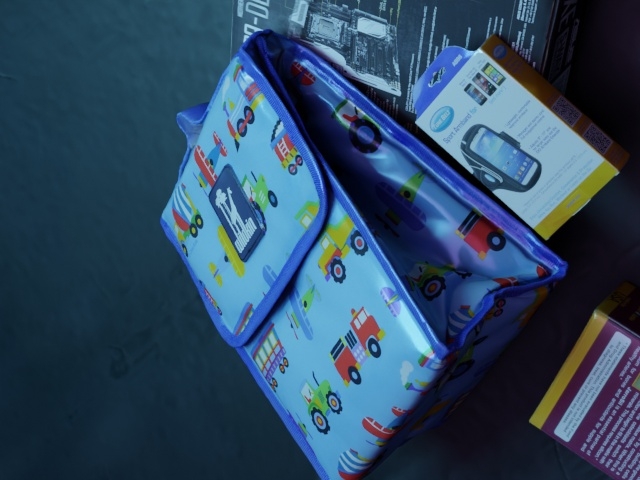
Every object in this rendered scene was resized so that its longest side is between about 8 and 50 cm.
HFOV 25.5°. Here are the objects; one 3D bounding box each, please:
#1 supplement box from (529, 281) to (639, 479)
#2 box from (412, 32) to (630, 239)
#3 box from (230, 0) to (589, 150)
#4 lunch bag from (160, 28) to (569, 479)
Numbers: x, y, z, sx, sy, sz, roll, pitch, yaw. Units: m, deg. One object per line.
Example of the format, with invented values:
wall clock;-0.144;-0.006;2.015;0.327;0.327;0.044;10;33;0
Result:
supplement box;0.257;0.127;0.984;0.188;0.081;0.104;34;117;16
box;0.125;-0.072;0.928;0.136;0.028;0.081;44;134;2
box;0.063;-0.218;0.941;0.242;0.076;0.307;22;131;22
lunch bag;0.000;0.000;1.034;0.293;0.138;0.221;49;143;16
